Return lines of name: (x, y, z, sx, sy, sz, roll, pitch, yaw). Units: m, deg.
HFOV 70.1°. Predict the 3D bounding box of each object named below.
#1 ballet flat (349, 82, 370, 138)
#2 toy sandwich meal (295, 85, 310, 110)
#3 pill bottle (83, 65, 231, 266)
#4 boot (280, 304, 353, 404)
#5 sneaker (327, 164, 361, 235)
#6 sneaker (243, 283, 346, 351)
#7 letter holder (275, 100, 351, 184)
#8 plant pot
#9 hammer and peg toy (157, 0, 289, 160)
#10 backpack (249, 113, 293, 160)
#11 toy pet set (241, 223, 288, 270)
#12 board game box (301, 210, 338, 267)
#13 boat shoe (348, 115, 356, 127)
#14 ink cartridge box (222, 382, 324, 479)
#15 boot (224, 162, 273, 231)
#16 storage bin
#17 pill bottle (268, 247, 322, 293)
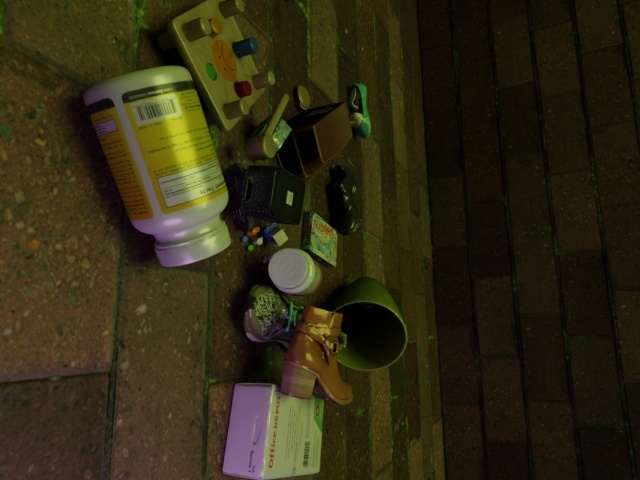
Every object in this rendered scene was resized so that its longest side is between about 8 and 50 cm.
ballet flat: (0.159, -0.561, 1.972, 0.087, 0.083, 0.247, 0, 84, -39)
toy sandwich meal: (-0.063, -0.481, 1.545, 0.085, 0.029, 0.085, 34, 51, -54)
pill bottle: (-0.282, -0.130, 0.844, 0.188, 0.188, 0.334, -44, 124, -58)
boot: (0.014, 0.290, 1.160, 0.283, 0.109, 0.220, 28, 71, -44)
sneaker: (0.077, -0.152, 1.692, 0.130, 0.109, 0.286, 37, 43, -48)
sneaker: (-0.052, 0.219, 1.237, 0.410, 0.182, 0.158, 41, 49, -53)
letter holder: (-0.008, -0.299, 1.479, 0.302, 0.152, 0.214, -53, 133, -54)
plant pot: (0.161, 0.258, 1.614, 0.293, 0.275, 0.274, -73, 149, -66)
hammer and peg toy: (-0.214, -0.384, 1.109, 0.266, 0.127, 0.361, -69, 143, -46)
backpack: (-0.145, -0.282, 1.256, 0.084, 0.105, 0.114, 41, 46, -24)
toy pet set: (-0.155, -0.001, 1.244, 0.114, 0.065, 0.122, -40, 124, -18)
board game box: (0.000, 0.000, 1.555, 0.201, 0.035, 0.136, 35, 54, -57)
boat shoe: (0.076, -0.447, 1.782, 0.207, 0.073, 0.073, -34, 152, -57)
ink cartridge box: (-0.106, 0.475, 1.145, 0.278, 0.117, 0.201, 39, 50, -55)
boot: (-0.162, -0.134, 1.215, 0.208, 0.076, 0.189, -38, 133, -52)
storage bin: (-0.114, -0.111, 1.151, 0.180, 0.084, 0.122, 18, 79, -67)
pill bottle: (-0.068, 0.087, 1.237, 0.221, 0.121, 0.121, 52, 37, -77)
